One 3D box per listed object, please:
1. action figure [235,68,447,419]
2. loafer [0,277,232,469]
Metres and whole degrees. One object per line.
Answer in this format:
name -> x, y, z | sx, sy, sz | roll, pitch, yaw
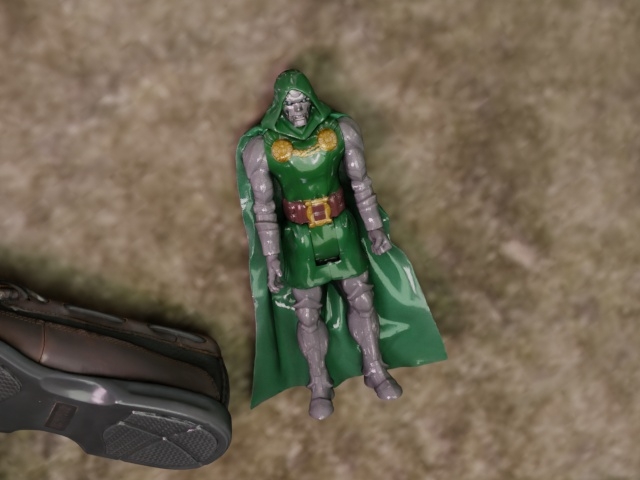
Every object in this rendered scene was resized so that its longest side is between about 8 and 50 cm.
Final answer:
action figure -> 0.000, 0.000, 1.068 | 0.137, 0.063, 0.232 | -16, 116, -8
loafer -> -0.179, 0.069, 1.037 | 0.267, 0.084, 0.096 | 20, 138, -23
